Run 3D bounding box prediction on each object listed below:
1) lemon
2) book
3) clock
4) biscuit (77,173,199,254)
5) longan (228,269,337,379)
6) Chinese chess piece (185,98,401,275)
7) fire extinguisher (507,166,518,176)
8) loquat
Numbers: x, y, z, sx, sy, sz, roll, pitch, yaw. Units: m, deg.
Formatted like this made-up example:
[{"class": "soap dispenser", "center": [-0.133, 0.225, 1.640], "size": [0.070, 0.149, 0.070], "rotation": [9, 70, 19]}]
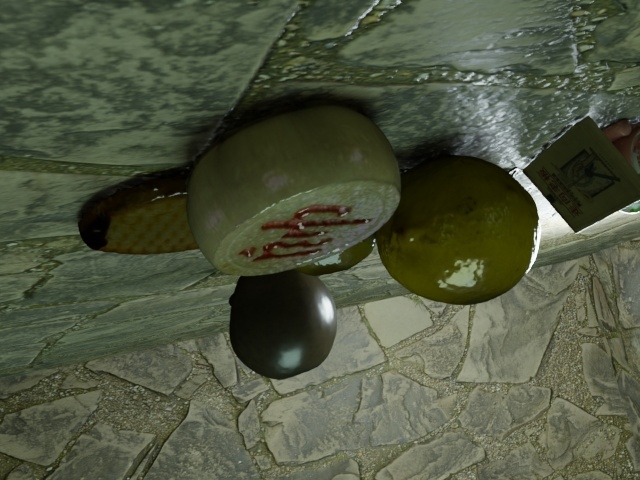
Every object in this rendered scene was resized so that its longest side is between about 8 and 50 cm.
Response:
[{"class": "lemon", "center": [0.224, -0.016, 1.017], "size": [0.283, 0.261, 0.260], "rotation": [12, 159, -23]}, {"class": "book", "center": [0.452, -0.107, 1.078], "size": [0.026, 0.161, 0.231], "rotation": [-35, 171, -11]}, {"class": "clock", "center": [0.568, -0.127, 1.092], "size": [0.165, 0.162, 0.092], "rotation": [-8, 170, -21]}, {"class": "biscuit", "center": [-0.201, -0.038, 0.941], "size": [0.317, 0.040, 0.318], "rotation": [-12, 168, -3]}, {"class": "longan", "center": [-0.094, 0.187, 1.511], "size": [0.297, 0.298, 0.297], "rotation": [-13, 168, -3]}, {"class": "Chinese chess piece", "center": [-0.032, -0.056, 0.773], "size": [0.269, 0.112, 0.270], "rotation": [-19, 160, -7]}, {"class": "fire extinguisher", "center": [0.356, -0.111, 1.231], "size": [0.078, 0.045, 0.157], "rotation": [-42, 167, -2]}, {"class": "loquat", "center": [0.002, -0.009, 1.051], "size": [0.195, 0.152, 0.152], "rotation": [-21, 171, -17]}]
